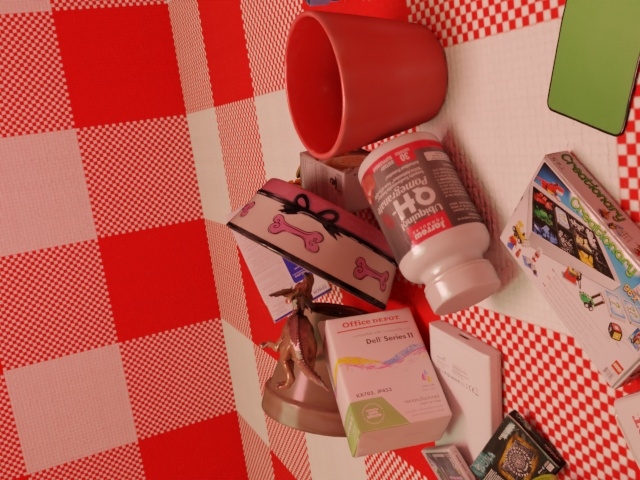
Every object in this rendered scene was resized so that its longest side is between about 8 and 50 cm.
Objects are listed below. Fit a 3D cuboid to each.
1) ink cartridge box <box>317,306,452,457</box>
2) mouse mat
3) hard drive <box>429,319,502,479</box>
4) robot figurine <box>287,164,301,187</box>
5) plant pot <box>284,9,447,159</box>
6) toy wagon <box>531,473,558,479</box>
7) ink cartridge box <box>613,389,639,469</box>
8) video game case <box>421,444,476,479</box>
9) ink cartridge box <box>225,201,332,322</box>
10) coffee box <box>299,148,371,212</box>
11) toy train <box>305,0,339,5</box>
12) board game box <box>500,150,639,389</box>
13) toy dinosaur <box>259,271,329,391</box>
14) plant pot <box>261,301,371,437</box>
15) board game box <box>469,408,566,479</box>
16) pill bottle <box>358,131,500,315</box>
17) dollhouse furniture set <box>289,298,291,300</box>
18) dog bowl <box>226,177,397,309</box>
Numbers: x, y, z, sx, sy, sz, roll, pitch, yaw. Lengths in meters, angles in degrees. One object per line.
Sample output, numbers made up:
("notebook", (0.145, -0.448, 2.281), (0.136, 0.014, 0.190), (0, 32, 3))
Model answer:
("ink cartridge box", (0.127, 0.275, 1.494), (0.119, 0.207, 0.353), (95, 163, -47))
("mouse mat", (0.384, -0.254, 0.942), (0.152, 0.007, 0.190), (-134, 40, -52))
("hard drive", (0.300, 0.341, 1.399), (0.203, 0.040, 0.308), (-154, 54, -62))
("robot figurine", (-0.016, -0.122, 1.850), (0.291, 0.085, 0.211), (-177, 76, -67))
("plant pot", (0.090, -0.309, 1.298), (0.275, 0.243, 0.275), (168, 90, -68))
("toy wagon", (0.414, 0.517, 1.022), (0.267, 0.068, 0.344), (64, -178, 7))
("ink cartridge box", (0.510, 0.237, 0.736), (0.307, 0.129, 0.223), (126, 127, -61))
("video game case", (0.295, 0.521, 1.443), (0.173, 0.022, 0.190), (58, 162, 11))
("ink cartridge box", (-0.112, 0.037, 1.823), (0.371, 0.175, 0.069), (62, -175, 32))
("coffee box", (0.063, -0.151, 1.581), (0.246, 0.141, 0.098), (-144, 46, -60))
("toy train", (-0.013, -0.615, 1.562), (0.080, 0.105, 0.184), (104, 146, -46))
("board game box", (0.398, 0.040, 0.997), (0.193, 0.053, 0.305), (104, 146, -48))
("toy dinosaur", (-0.053, 0.212, 1.546), (0.296, 0.127, 0.200), (-116, 33, -57))
("plant pot", (0.027, 0.318, 1.752), (0.323, 0.323, 0.280), (21, 103, 64))
("board game box", (0.362, 0.418, 1.257), (0.126, 0.026, 0.186), (48, 137, 31))
("pill bottle", (0.206, -0.030, 1.257), (0.176, 0.176, 0.319), (116, 136, -56))
("dollhouse furniture set", (-0.101, 0.058, 1.979), (0.259, 0.135, 0.262), (55, 158, 0))
("dog bowl", (0.000, 0.000, 1.530), (0.150, 0.408, 0.408), (-61, 27, -2))
